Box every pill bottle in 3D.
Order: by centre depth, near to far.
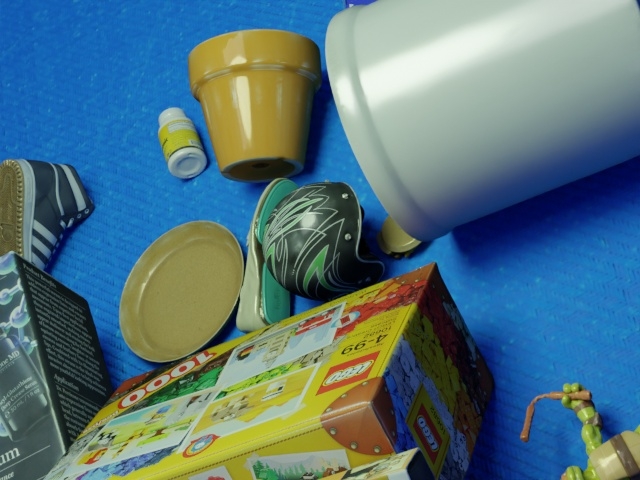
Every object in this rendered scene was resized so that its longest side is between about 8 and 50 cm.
[{"bbox_3d":[-0.229,-0.162,2.251,0.065,0.065,0.116,-34,49,15],"label":"pill bottle"}]

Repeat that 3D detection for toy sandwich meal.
[{"bbox_3d":[0.120,-0.011,1.939,0.085,0.029,0.085,-17,52,23],"label":"toy sandwich meal"}]

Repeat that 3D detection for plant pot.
[{"bbox_3d":[-0.095,-0.195,2.100,0.205,0.205,0.188,-13,72,29],"label":"plant pot"},{"bbox_3d":[-0.207,0.082,2.116,0.236,0.032,0.236,-18,54,27],"label":"plant pot"}]

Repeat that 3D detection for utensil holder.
[{"bbox_3d":[0.251,-0.214,1.765,0.385,0.327,0.327,-21,54,23],"label":"utensil holder"}]

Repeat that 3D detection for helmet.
[{"bbox_3d":[0.000,0.000,1.925,0.169,0.161,0.169,-17,56,27],"label":"helmet"}]

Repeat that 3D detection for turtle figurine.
[{"bbox_3d":[0.362,0.256,1.568,0.217,0.087,0.269,-28,42,10],"label":"turtle figurine"}]

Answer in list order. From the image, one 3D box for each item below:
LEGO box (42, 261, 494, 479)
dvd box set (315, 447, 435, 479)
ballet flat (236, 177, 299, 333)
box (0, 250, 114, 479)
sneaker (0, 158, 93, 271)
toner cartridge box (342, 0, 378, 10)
[{"bbox_3d":[-0.071,0.259,1.684,0.500,0.193,0.372,-22,15,23],"label":"LEGO box"},{"bbox_3d":[-0.020,0.422,1.473,0.420,0.062,0.307,-21,97,24],"label":"dvd box set"},{"bbox_3d":[-0.082,0.027,2.032,0.086,0.086,0.248,-9,60,32],"label":"ballet flat"},{"bbox_3d":[-0.457,0.270,1.956,0.293,0.212,0.395,-28,59,10],"label":"box"},{"bbox_3d":[-0.471,0.001,2.322,0.099,0.153,0.282,16,105,38],"label":"sneaker"},{"bbox_3d":[0.207,-0.368,2.008,0.348,0.075,0.165,-15,54,14],"label":"toner cartridge box"}]
